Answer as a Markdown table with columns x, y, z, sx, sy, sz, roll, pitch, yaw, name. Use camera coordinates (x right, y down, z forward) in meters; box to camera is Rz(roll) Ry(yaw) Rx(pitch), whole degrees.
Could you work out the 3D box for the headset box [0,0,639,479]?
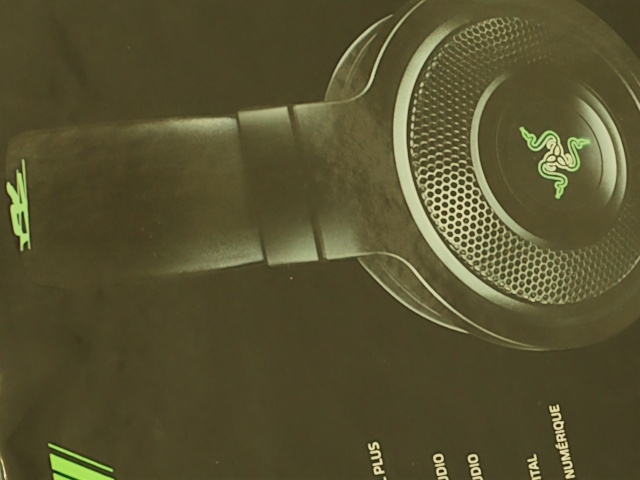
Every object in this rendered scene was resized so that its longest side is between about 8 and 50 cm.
| x | y | z | sx | sy | sz | roll | pitch | yaw | name |
| --- | --- | --- | --- | --- | --- | --- | --- | --- | --- |
| 0.000 | 0.000 | 0.465 | 0.131 | 0.283 | 0.246 | 145 | 117 | -64 | headset box |
